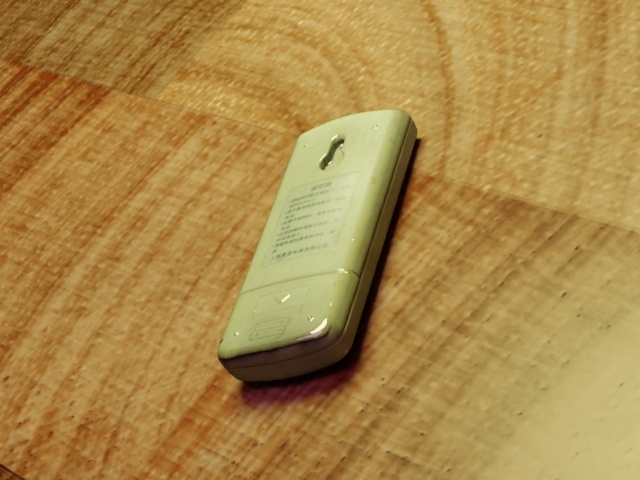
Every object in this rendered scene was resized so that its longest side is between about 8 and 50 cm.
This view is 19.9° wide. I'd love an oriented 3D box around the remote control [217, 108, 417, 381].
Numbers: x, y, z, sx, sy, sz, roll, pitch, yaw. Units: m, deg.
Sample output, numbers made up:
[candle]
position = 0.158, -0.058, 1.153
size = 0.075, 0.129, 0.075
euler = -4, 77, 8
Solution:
[remote control]
position = 0.000, 0.000, 1.255
size = 0.098, 0.038, 0.233
euler = -13, 40, 30
